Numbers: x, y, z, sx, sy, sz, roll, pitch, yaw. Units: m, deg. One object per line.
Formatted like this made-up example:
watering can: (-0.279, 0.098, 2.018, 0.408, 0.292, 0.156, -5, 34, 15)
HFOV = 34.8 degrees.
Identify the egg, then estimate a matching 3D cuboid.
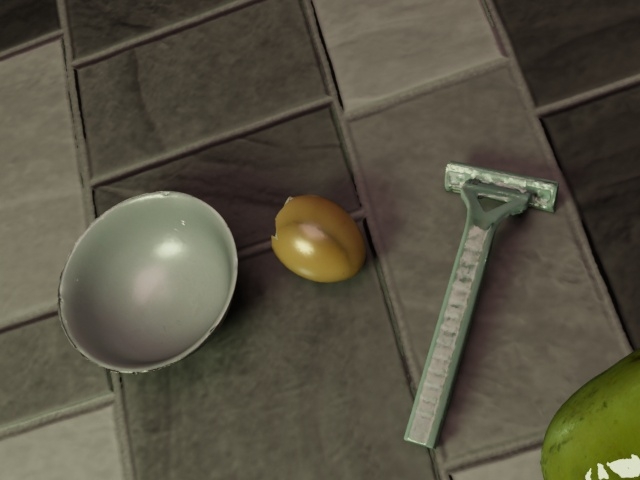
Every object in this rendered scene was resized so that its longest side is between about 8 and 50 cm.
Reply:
egg: (0.000, 0.000, 0.996, 0.096, 0.080, 0.080, 25, 75, 26)

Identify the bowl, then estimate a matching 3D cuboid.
bowl: (-0.156, 0.054, 1.014, 0.189, 0.086, 0.189, -7, 64, 15)

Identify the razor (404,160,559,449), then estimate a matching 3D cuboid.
razor: (0.132, 0.056, 0.945, 0.111, 0.056, 0.278, 13, 70, 20)

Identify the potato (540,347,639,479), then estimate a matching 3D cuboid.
potato: (0.321, 0.153, 0.752, 0.304, 0.216, 0.216, -10, 62, 35)
